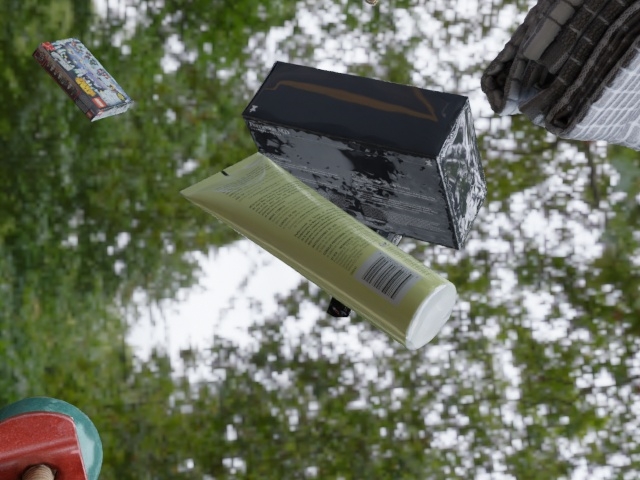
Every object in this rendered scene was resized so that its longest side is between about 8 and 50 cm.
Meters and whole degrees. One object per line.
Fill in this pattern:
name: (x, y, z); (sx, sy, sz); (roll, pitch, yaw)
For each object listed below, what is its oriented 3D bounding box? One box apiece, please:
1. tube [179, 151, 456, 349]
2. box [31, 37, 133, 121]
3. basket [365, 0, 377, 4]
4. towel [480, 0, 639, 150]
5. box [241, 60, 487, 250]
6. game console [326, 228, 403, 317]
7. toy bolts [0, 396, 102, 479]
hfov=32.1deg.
tube: (0.000, 0.000, 0.899); (0.240, 0.070, 0.062); (34, -85, 28)
box: (-0.355, -0.243, 1.667); (0.137, 0.094, 0.027); (48, -62, 4)
basket: (0.097, -0.498, 1.505); (0.223, 0.213, 0.299); (-30, -154, 24)
towel: (0.278, -0.192, 0.868); (0.121, 0.235, 0.284); (45, -63, 21)
box: (0.058, -0.106, 1.363); (0.103, 0.261, 0.184); (-62, 151, -24)
game console: (0.104, -0.036, 1.711); (0.213, 0.044, 0.361); (-53, 169, -36)
toy bolts: (-0.268, 0.137, 0.760); (0.158, 0.228, 0.218); (-158, -118, -75)
